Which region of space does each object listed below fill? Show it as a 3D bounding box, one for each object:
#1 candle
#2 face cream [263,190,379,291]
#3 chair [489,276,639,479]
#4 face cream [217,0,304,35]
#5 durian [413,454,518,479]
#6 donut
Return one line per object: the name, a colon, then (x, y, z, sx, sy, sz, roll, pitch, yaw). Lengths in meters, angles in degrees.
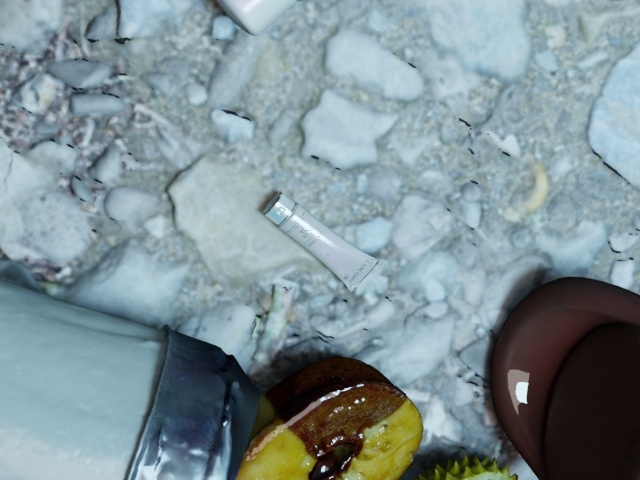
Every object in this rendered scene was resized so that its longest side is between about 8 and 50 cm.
candle: (-0.234, 0.143, 0.739, 0.343, 0.221, 0.221, 21, 101, -11)
face cream: (0.000, 0.000, 0.840, 0.115, 0.020, 0.038, 39, 95, -20)
chair: (0.360, 0.190, 0.849, 0.401, 0.226, 0.226, 18, 101, -13)
face cream: (0.027, -0.267, 0.741, 0.269, 0.082, 0.082, -40, 108, 3)
durian: (0.135, 0.266, 0.903, 0.208, 0.102, 0.146, 4, 108, -35)
donut: (-0.002, 0.183, 0.843, 0.184, 0.073, 0.166, -44, 128, 5)
